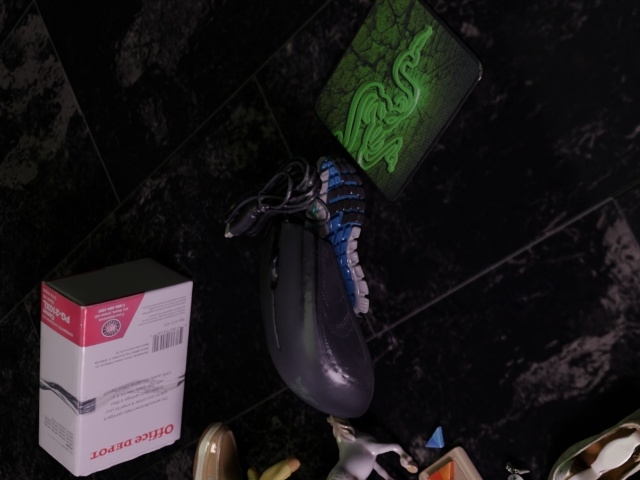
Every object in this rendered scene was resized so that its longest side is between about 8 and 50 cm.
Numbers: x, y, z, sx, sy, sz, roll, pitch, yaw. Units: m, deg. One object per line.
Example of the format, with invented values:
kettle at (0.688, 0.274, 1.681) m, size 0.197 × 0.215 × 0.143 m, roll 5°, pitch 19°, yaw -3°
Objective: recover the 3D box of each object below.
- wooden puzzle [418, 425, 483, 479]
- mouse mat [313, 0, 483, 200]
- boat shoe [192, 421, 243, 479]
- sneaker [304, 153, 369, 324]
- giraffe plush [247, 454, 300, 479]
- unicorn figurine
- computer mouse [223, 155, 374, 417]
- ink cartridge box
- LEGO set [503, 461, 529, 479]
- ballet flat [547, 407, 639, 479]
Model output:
wooden puzzle at (0.140, 0.260, 1.103) m, size 0.116 × 0.014 × 0.078 m, roll 53°, pitch 130°, yaw 23°
mouse mat at (0.073, -0.154, 1.080) m, size 0.153 × 0.007 × 0.190 m, roll 51°, pitch 131°, yaw 23°
boat shoe at (-0.115, 0.319, 1.342) m, size 0.072 × 0.068 × 0.190 m, roll 16°, pitch 121°, yaw 29°
sneaker at (0.000, 0.000, 1.146) m, size 0.083 × 0.071 × 0.191 m, roll 13°, pitch 108°, yaw 48°
giraffe plush at (-0.042, 0.343, 1.209) m, size 0.210 × 0.181 × 0.170 m, roll 37°, pitch 161°, yaw -10°
unicorn figurine at (0.043, 0.243, 1.141) m, size 0.111 × 0.162 × 0.060 m, roll 31°, pitch 118°, yaw 4°
computer mouse at (-0.029, 0.064, 1.101) m, size 0.188 × 0.072 × 0.272 m, roll -26°, pitch 83°, yaw 58°
ink cartridge box at (-0.266, 0.160, 1.369) m, size 0.100 × 0.172 × 0.237 m, roll 24°, pitch 115°, yaw 39°
LEGO set at (0.202, 0.256, 1.034) m, size 0.083 × 0.023 × 0.054 m, roll 44°, pitch 127°, yaw 29°
ballet flat at (0.249, 0.203, 0.955) m, size 0.057 × 0.052 × 0.168 m, roll 53°, pitch 131°, yaw 22°
